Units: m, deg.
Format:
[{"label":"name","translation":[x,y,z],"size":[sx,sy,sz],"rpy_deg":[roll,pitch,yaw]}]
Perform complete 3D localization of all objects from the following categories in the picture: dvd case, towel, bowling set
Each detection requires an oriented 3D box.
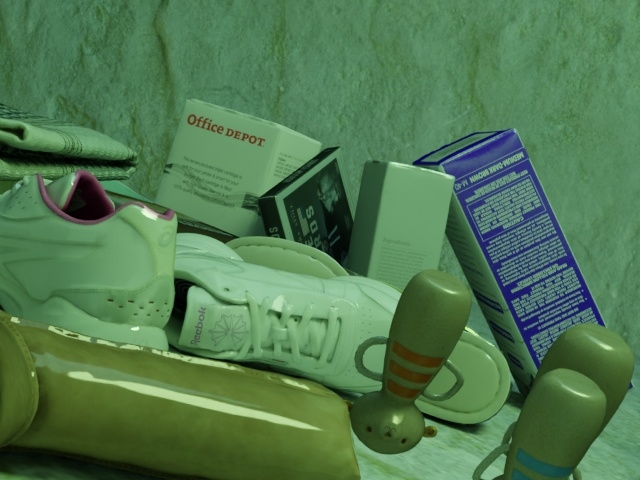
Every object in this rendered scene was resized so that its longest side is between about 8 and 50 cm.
[{"label":"dvd case","translation":[0.000,0.000,1.341],"size":[0.029,0.179,0.238],"rpy_deg":[-10,14,22]},{"label":"towel","translation":[-0.354,-0.120,1.001],"size":[0.312,0.056,0.324],"rpy_deg":[19,7,10]},{"label":"bowling set","translation":[0.151,0.150,0.656],"size":[0.287,0.154,0.200],"rpy_deg":[19,21,-5]}]

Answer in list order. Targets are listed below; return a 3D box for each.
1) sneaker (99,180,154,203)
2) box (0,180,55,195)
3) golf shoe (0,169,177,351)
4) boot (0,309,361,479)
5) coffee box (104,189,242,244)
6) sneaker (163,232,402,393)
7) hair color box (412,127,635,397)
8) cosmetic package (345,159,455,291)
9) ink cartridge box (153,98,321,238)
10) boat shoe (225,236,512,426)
[{"label":"sneaker","translation":[-0.333,-0.045,1.668],"size":[0.256,0.094,0.151],"rpy_deg":[17,5,24]},{"label":"box","translation":[-0.375,-0.045,1.141],"size":[0.243,0.117,0.213],"rpy_deg":[18,3,-4]},{"label":"golf shoe","translation":[-0.227,0.004,0.874],"size":[0.306,0.140,0.115],"rpy_deg":[17,4,29]},{"label":"boot","translation":[-0.094,0.087,0.563],"size":[0.269,0.089,0.236],"rpy_deg":[17,3,-27]},{"label":"coffee box","translation":[-0.199,0.011,1.297],"size":[0.141,0.098,0.246],"rpy_deg":[15,4,-40]},{"label":"sneaker","translation":[-0.047,0.083,1.016],"size":[0.305,0.114,0.152],"rpy_deg":[14,16,13]},{"label":"hair color box","translation":[0.241,0.036,1.361],"size":[0.110,0.339,0.185],"rpy_deg":[-25,6,-3]},{"label":"cosmetic package","translation":[0.079,0.029,1.254],"size":[0.085,0.231,0.117],"rpy_deg":[11,4,-11]},{"label":"ink cartridge box","translation":[-0.120,-0.044,1.438],"size":[0.172,0.237,0.100],"rpy_deg":[20,3,34]},{"label":"boat shoe","translation":[0.041,0.090,1.130],"size":[0.324,0.116,0.097],"rpy_deg":[22,-1,15]}]
